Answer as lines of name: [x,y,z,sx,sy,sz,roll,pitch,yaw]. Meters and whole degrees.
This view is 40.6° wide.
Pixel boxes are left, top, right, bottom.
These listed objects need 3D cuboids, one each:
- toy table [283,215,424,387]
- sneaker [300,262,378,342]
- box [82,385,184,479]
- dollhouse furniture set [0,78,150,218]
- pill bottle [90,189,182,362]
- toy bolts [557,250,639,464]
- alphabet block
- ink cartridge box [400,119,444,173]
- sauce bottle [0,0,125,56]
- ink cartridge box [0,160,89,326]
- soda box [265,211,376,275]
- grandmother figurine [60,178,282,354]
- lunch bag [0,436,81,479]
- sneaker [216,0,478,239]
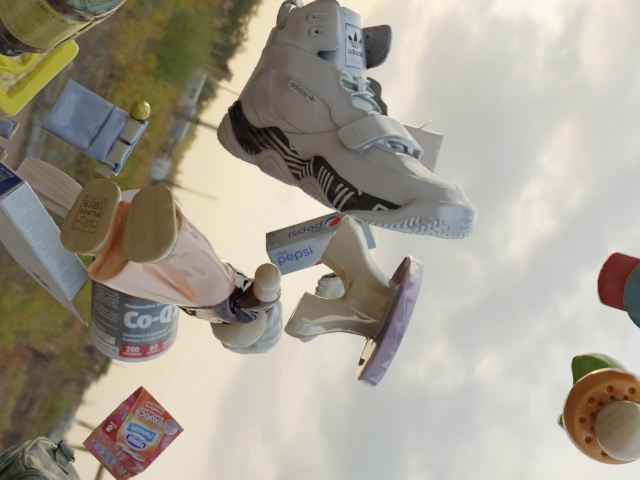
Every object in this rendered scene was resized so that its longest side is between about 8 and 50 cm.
toy table: [0.056,0.094,1.389,0.252,0.160,0.274,-63,-179,24]
sneaker: [0.023,0.128,2.055,0.258,0.091,0.094,-47,-170,-2]
box: [-0.391,0.405,1.782,0.122,0.128,0.257,-44,-179,-30]
dollhouse furniture set: [-0.536,-0.235,1.803,0.303,0.286,0.198,-61,-166,-14]
pill bottle: [-0.325,0.064,1.538,0.161,0.161,0.283,-85,-174,-55]
toy bolts: [0.374,0.131,0.906,0.158,0.218,0.229,-68,167,-85]
alphabet block: [-0.597,-0.341,1.580,0.197,0.192,0.193,0,-131,54]
ink cartridge box: [0.157,-0.147,1.515,0.092,0.089,0.143,-69,174,-81]
sauce bottle: [-0.341,-0.291,1.061,0.344,0.111,0.111,-2,-116,54]
ink cartridge box: [-0.559,-0.030,1.615,0.071,0.330,0.324,-41,-134,-20]
soda box: [0.000,0.000,2.324,0.091,0.286,0.098,-97,168,-55]
grandmother figurine: [-0.133,0.046,0.917,0.104,0.207,0.342,-66,152,-14]
lunch bag: [-0.448,0.430,1.164,0.305,0.212,0.256,-40,-155,-6]
sneaker: [0.041,-0.146,0.974,0.366,0.137,0.210,29,-76,37]
